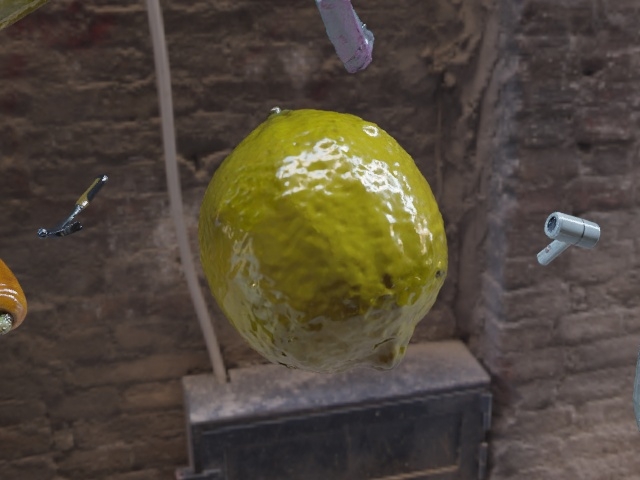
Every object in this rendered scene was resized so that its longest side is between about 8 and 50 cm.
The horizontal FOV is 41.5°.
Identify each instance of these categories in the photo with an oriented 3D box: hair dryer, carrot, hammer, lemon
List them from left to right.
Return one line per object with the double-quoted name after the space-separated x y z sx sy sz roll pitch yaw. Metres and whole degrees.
-0.425 0.030 1.058 0.061 0.061 0.257 -13 42 -31 "carrot"
-0.444 -0.065 1.570 0.078 0.021 0.201 -4 34 20 "hammer"
0.000 0.000 0.669 0.192 0.231 0.192 -23 -12 -5 "lemon"
0.413 0.004 1.473 0.082 0.137 0.047 14 57 -15 "hair dryer"

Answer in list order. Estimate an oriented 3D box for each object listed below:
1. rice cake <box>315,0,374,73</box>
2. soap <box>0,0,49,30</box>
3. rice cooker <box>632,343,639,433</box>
0.046 -0.346 1.353 0.081 0.051 0.290 -39 -16 1 "rice cake"
-0.349 -0.215 0.487 0.335 0.293 0.156 -39 49 -23 "soap"
0.384 0.112 0.641 0.227 0.241 0.280 0 3 -43 "rice cooker"
